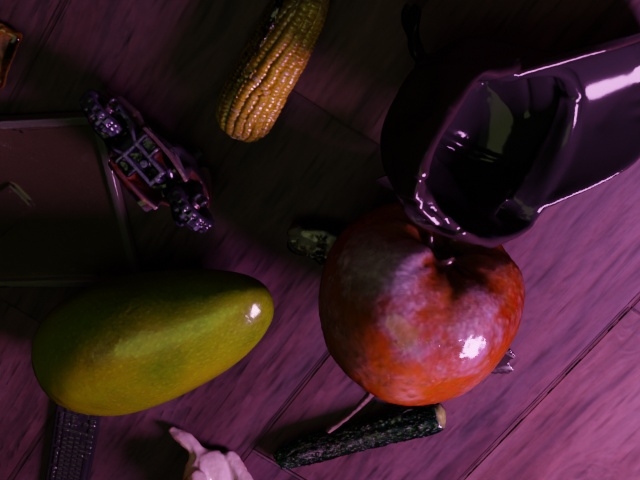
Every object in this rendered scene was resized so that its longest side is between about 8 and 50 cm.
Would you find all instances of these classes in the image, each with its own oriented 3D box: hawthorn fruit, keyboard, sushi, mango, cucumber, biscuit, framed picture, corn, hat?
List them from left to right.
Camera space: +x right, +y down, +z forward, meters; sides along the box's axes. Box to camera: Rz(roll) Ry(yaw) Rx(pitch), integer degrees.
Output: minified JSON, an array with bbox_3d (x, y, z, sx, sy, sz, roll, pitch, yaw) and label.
[{"bbox_3d":[-0.397,-0.228,1.583,0.081,0.018,0.083,27,123,-4],"label":"biscuit"},{"bbox_3d":[-0.405,-0.045,1.696,0.335,0.022,0.247,-2,122,14],"label":"framed picture"},{"bbox_3d":[-0.350,0.291,1.899,0.067,0.011,0.202,17,124,1],"label":"keyboard"},{"bbox_3d":[-0.208,0.117,1.663,0.343,0.156,0.192,-22,152,23],"label":"mango"},{"bbox_3d":[-0.054,-0.196,1.494,0.072,0.072,0.203,29,122,-5],"label":"corn"},{"bbox_3d":[0.000,0.000,1.616,0.083,0.044,0.046,12,124,3],"label":"sushi"},{"bbox_3d":[0.045,0.258,1.768,0.257,0.043,0.044,-19,116,24],"label":"cucumber"},{"bbox_3d":[0.114,0.073,1.542,0.235,0.231,0.263,-5,161,-3],"label":"hawthorn fruit"},{"bbox_3d":[0.186,-0.144,1.436,0.336,0.209,0.238,-29,134,-15],"label":"hat"}]

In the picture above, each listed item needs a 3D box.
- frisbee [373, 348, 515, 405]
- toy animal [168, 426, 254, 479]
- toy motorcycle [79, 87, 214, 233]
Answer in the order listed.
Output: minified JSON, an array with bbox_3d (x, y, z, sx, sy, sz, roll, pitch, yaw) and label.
[{"bbox_3d":[0.150,0.139,1.688,0.187,0.012,0.211,14,123,3],"label":"frisbee"},{"bbox_3d":[-0.165,0.365,1.872,0.184,0.104,0.185,46,143,17],"label":"toy animal"},{"bbox_3d":[-0.197,-0.094,1.575,0.084,0.118,0.212,-41,93,14],"label":"toy motorcycle"}]
